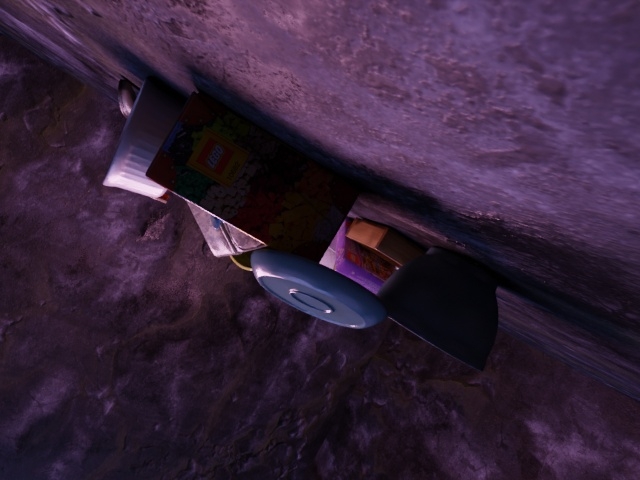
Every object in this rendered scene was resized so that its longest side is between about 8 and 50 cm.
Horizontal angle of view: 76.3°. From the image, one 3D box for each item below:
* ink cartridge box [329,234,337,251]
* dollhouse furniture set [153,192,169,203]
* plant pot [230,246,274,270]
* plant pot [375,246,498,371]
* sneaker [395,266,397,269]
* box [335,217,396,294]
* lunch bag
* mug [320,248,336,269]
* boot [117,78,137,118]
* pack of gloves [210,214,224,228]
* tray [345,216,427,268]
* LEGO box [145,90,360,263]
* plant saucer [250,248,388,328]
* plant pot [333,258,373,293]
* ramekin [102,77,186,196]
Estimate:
[{"bbox_3d":[0.076,-0.018,1.547,0.127,0.128,0.176,31,178,-25],"label":"ink cartridge box"},{"bbox_3d":[-0.454,-0.259,1.248,0.135,0.259,0.262,41,-174,28],"label":"dollhouse furniture set"},{"bbox_3d":[-0.147,-0.045,1.700,0.366,0.366,0.353,30,-170,36],"label":"plant pot"},{"bbox_3d":[0.289,0.138,0.956,0.293,0.196,0.293,30,179,1],"label":"plant pot"},{"bbox_3d":[0.285,0.085,1.527,0.212,0.094,0.080,30,178,5],"label":"sneaker"},{"bbox_3d":[0.148,0.050,1.326,0.201,0.057,0.293,31,-154,-12],"label":"box"},{"bbox_3d":[-0.276,-0.113,1.403,0.256,0.305,0.212,-9,-155,22],"label":"lunch bag"},{"bbox_3d":[0.000,0.000,2.097,0.374,0.276,0.328,-14,137,44],"label":"mug"},{"bbox_3d":[-0.536,-0.405,1.309,0.161,0.083,0.246,-1,145,-4],"label":"boot"},{"bbox_3d":[-0.329,-0.086,1.121,0.195,0.046,0.232,30,180,-25],"label":"pack of gloves"},{"bbox_3d":[0.289,0.069,1.226,0.411,0.076,0.203,30,179,-23],"label":"tray"},{"bbox_3d":[-0.152,-0.122,1.018,0.372,0.193,0.500,30,179,-7],"label":"LEGO box"},{"bbox_3d":[-0.013,0.116,0.871,0.317,0.044,0.317,21,160,8],"label":"plant saucer"},{"bbox_3d":[0.163,0.131,1.694,0.275,0.293,0.275,30,179,1],"label":"plant pot"},{"bbox_3d":[-0.422,-0.242,1.015,0.135,0.277,0.277,23,-177,-30],"label":"ramekin"}]
